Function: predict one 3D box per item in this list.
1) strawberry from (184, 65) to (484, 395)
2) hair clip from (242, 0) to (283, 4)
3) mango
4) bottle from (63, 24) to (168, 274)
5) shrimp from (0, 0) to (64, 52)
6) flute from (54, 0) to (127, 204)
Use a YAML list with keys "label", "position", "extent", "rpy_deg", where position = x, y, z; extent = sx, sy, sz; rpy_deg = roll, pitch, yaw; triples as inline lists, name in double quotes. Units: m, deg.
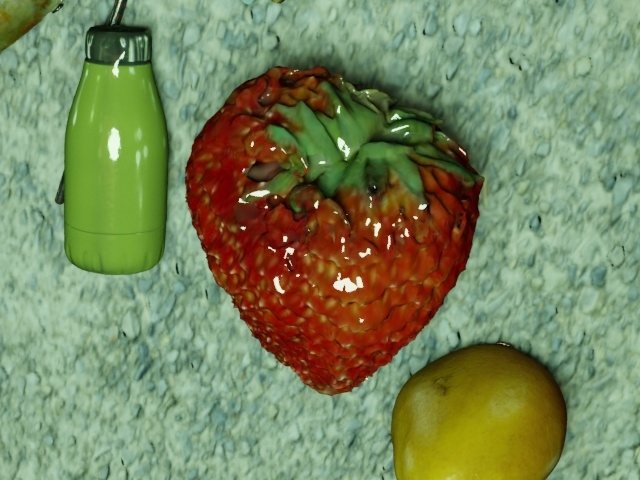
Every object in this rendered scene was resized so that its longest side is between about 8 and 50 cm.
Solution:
- label: "strawberry"
  position: [0.000, 0.000, 1.113]
  extent: [0.312, 0.267, 0.351]
  rpy_deg: [37, 142, 23]
- label: "hair clip"
  position: [-0.129, -0.309, 1.116]
  extent: [0.214, 0.062, 0.056]
  rpy_deg: [43, 66, -4]
- label: "mango"
  position: [0.164, 0.202, 1.125]
  extent: [0.187, 0.257, 0.138]
  rpy_deg: [8, 108, 6]
- label: "bottle"
  position: [-0.220, -0.099, 1.165]
  extent: [0.112, 0.112, 0.260]
  rpy_deg: [6, 107, 6]
- label: "shrimp"
  position: [-0.376, -0.278, 1.166]
  extent: [0.296, 0.058, 0.169]
  rpy_deg: [-33, 97, 19]
- label: "flute"
  position: [-0.255, -0.160, 1.203]
  extent: [0.014, 0.014, 0.269]
  rpy_deg: [22, 108, 1]
